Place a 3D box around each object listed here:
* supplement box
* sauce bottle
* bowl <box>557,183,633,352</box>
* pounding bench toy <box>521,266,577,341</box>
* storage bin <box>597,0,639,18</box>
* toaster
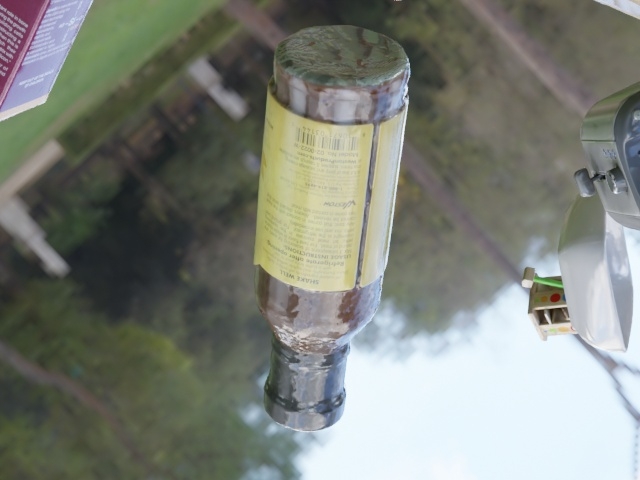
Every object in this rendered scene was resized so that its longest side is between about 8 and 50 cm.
[{"bbox_3d":[-0.222,-0.193,1.373,0.188,0.104,0.081,-59,169,27],"label":"supplement box"},{"bbox_3d":[0.000,0.000,1.519,0.111,0.111,0.344,-49,152,-53],"label":"sauce bottle"},{"bbox_3d":[0.268,0.026,1.854,0.053,0.142,0.142,-5,-151,17],"label":"bowl"},{"bbox_3d":[0.247,0.057,1.938,0.065,0.083,0.052,-7,-130,24],"label":"pounding bench toy"},{"bbox_3d":[0.312,-0.162,1.072,0.260,0.262,0.123,-4,107,-67],"label":"storage bin"},{"bbox_3d":[0.315,-0.085,1.513,0.227,0.129,0.146,-23,-174,-10],"label":"toaster"}]
